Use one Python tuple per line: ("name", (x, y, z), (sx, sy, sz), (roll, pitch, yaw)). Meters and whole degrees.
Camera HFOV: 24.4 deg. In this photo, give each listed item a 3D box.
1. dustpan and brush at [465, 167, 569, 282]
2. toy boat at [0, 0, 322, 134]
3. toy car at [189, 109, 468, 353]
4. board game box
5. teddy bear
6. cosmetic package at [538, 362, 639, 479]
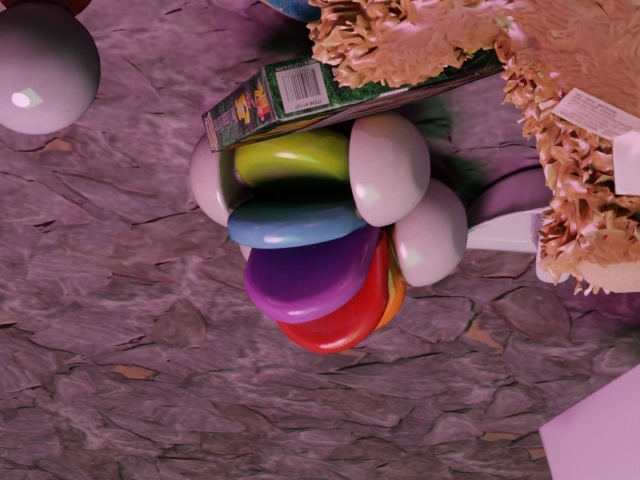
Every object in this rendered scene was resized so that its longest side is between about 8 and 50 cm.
("dustpan and brush", (0.160, -0.017, 0.987), (0.147, 0.060, 0.211), (4, 150, 6))
("toy boat", (-0.043, -0.145, 0.704), (0.318, 0.148, 0.267), (-10, 159, 36))
("toy car", (0.000, 0.000, 0.970), (0.159, 0.136, 0.182), (0, 150, 25))
("board game box", (0.017, -0.080, 0.777), (0.136, 0.030, 0.259), (-12, -177, -10))
("teddy bear", (0.124, -0.102, 0.572), (0.245, 0.113, 0.338), (-24, 127, 39))
("cosmetic package", (0.365, 0.096, 1.004), (0.284, 0.097, 0.377), (-2, 157, -23))
